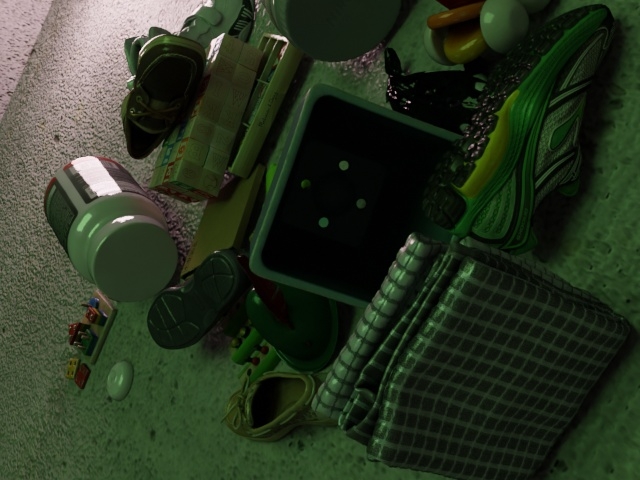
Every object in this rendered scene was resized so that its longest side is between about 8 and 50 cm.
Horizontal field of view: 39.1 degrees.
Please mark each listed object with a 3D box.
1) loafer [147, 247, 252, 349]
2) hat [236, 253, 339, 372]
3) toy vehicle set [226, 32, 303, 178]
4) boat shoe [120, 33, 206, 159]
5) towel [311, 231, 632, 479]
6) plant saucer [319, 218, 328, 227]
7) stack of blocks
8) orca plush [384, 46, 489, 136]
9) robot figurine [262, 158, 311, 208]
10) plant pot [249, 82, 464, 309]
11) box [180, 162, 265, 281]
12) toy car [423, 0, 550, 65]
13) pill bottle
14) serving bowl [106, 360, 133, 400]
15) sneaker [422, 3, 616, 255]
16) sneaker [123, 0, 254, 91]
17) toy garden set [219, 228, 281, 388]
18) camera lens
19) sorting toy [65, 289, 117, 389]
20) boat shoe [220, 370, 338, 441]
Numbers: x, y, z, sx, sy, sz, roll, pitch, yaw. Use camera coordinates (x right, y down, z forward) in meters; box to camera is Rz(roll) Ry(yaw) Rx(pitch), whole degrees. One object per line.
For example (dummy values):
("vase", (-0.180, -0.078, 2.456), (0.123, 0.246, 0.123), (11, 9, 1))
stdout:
("loafer", (-0.190, 0.100, 1.535), (0.302, 0.095, 0.109), (-38, 77, 44))
("hat", (-0.094, 0.110, 1.321), (0.173, 0.183, 0.209), (2, 98, 45))
("toy vehicle set", (-0.122, -0.259, 1.706), (0.267, 0.035, 0.166), (-65, 26, 5))
("boat shoe", (-0.300, -0.253, 1.674), (0.342, 0.123, 0.123), (-36, 47, 55))
("towel", (0.166, 0.132, 0.935), (0.235, 0.283, 0.121), (-60, 37, 15))
("plant saucer", (0.000, 0.000, 1.449), (0.119, 0.021, 0.119), (-27, 53, 44))
("stack of blocks", (-0.221, -0.228, 1.728), (0.171, 0.087, 0.297), (-3, 67, 63))
("orca plush", (0.150, -0.223, 1.291), (0.151, 0.102, 0.287), (-56, 37, 17))
("robot figurine", (-0.058, -0.083, 1.529), (0.101, 0.067, 0.115), (-30, 51, 31))
("plant pot", (0.041, -0.056, 1.234), (0.252, 0.247, 0.247), (-143, 72, -77))
("box", (-0.178, -0.033, 1.656), (0.164, 0.021, 0.201), (-29, 35, 41))
("toy car", (0.209, -0.329, 1.213), (0.159, 0.136, 0.182), (-3, 45, 54))
("pill bottle", (-0.439, -0.026, 1.883), (0.210, 0.210, 0.363), (-62, 36, 10))
("serving bowl", (-0.418, 0.287, 1.855), (0.083, 0.027, 0.083), (-27, 53, 42))
("sneaker", (0.262, -0.136, 1.094), (0.344, 0.146, 0.134), (-58, 14, -8))
("sneaker", (-0.271, -0.424, 1.860), (0.137, 0.210, 0.366), (-3, 71, 52))
("toy garden set", (-0.111, 0.098, 1.522), (0.204, 0.049, 0.244), (-52, 38, 23))
("camera lens", (-0.003, -0.451, 1.509), (0.219, 0.219, 0.274), (-52, 39, 23))
("sorting toy", (-0.526, 0.198, 2.028), (0.132, 0.046, 0.275), (31, 99, 55))
("boat shoe", (-0.069, 0.240, 1.360), (0.285, 0.089, 0.105), (-25, 55, 45))
